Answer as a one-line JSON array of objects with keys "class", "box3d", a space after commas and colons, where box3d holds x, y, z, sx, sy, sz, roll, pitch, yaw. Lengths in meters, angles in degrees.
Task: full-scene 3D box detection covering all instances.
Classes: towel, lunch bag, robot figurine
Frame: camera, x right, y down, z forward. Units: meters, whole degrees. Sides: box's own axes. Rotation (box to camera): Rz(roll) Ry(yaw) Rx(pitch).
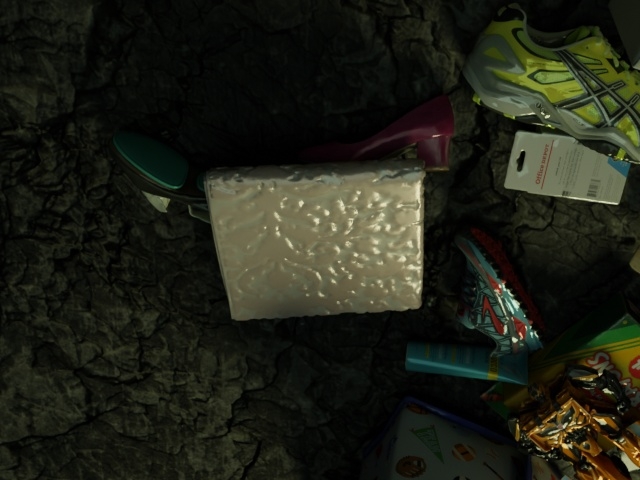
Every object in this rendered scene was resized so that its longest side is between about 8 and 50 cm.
[{"class": "towel", "box3d": [0.000, 0.000, 1.696, 0.332, 0.053, 0.317, -4, 134, 2]}, {"class": "lunch bag", "box3d": [0.266, 0.493, 1.830, 0.386, 0.327, 0.239, 26, 127, -7]}, {"class": "robot figurine", "box3d": [0.455, 0.332, 1.773, 0.291, 0.085, 0.211, 37, 115, -15]}]

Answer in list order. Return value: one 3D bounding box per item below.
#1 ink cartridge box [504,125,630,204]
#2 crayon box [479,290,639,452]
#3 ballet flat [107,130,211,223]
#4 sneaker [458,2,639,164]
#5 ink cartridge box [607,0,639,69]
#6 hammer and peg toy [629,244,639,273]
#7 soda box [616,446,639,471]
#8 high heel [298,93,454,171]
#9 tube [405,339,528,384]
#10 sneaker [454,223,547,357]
[{"class": "ink cartridge box", "box3d": [0.378, -0.124, 1.642, 0.180, 0.060, 0.104, 9, 119, 1]}, {"class": "crayon box", "box3d": [0.457, 0.258, 1.828, 0.202, 0.081, 0.318, 41, 115, -16]}, {"class": "ballet flat", "box3d": [-0.216, -0.080, 1.713, 0.281, 0.095, 0.096, 23, 130, -6]}, {"class": "sneaker", "box3d": [0.401, -0.221, 1.542, 0.385, 0.145, 0.147, 17, 119, -5]}, {"class": "ink cartridge box", "box3d": [0.599, -0.270, 1.420, 0.385, 0.279, 0.160, 22, 119, -5]}, {"class": "hammer and peg toy", "box3d": [0.679, 0.041, 1.599, 0.361, 0.127, 0.266, 35, 119, 12]}, {"class": "soda box", "box3d": [0.607, 0.350, 1.877, 0.169, 0.053, 0.060, -19, 114, 14]}, {"class": "high heel", "box3d": [0.084, -0.167, 1.656, 0.244, 0.082, 0.117, 1, 90, 19]}, {"class": "tube", "box3d": [0.250, 0.206, 1.829, 0.207, 0.080, 0.052, 5, 141, 7]}, {"class": "sneaker", "box3d": [0.269, 0.096, 1.748, 0.125, 0.104, 0.261, -25, 113, 20]}]
